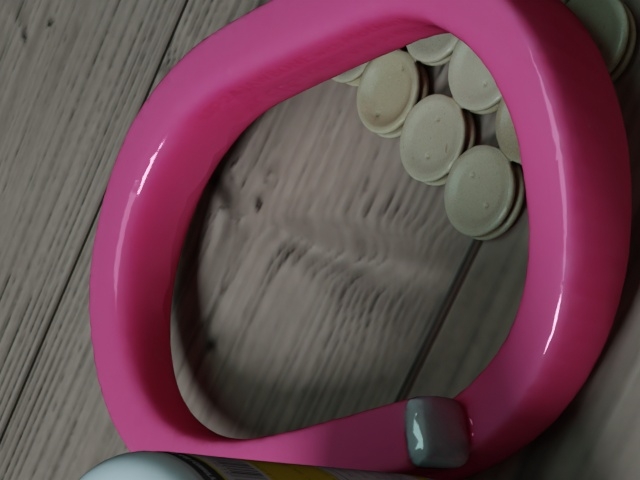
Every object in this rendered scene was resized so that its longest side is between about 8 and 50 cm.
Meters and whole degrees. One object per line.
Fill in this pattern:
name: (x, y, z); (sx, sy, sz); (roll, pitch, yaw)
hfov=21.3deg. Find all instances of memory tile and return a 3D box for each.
memory tile: (0.059, -0.079, 0.688); (0.113, 0.012, 0.148); (-57, 46, 22)

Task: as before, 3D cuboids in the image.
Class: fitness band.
fitness band: (0.000, 0.000, 0.689); (0.291, 0.054, 0.209); (-18, 70, 47)

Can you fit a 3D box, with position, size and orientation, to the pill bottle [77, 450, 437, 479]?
pill bottle: (0.003, 0.127, 0.566); (0.103, 0.184, 0.103); (-15, 69, 46)
